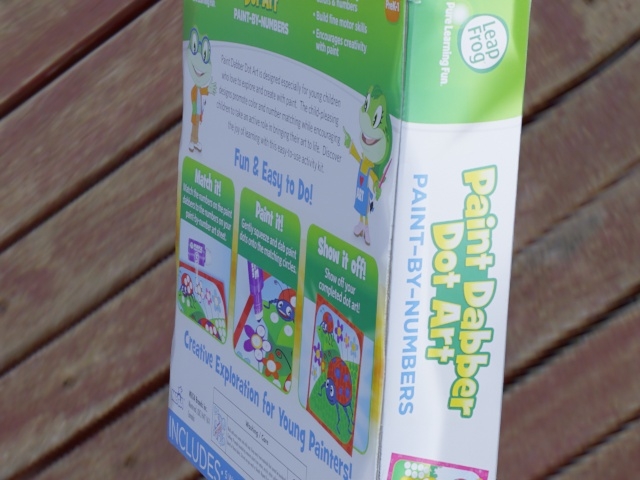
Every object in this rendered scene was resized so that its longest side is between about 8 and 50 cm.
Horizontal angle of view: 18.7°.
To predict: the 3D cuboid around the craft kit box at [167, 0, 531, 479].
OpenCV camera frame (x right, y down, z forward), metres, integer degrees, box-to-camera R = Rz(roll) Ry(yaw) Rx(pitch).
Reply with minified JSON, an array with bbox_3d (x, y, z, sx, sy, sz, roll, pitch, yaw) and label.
[{"bbox_3d":[0.000,0.000,0.799,0.061,0.250,0.247,-5,104,-21],"label":"craft kit box"}]
